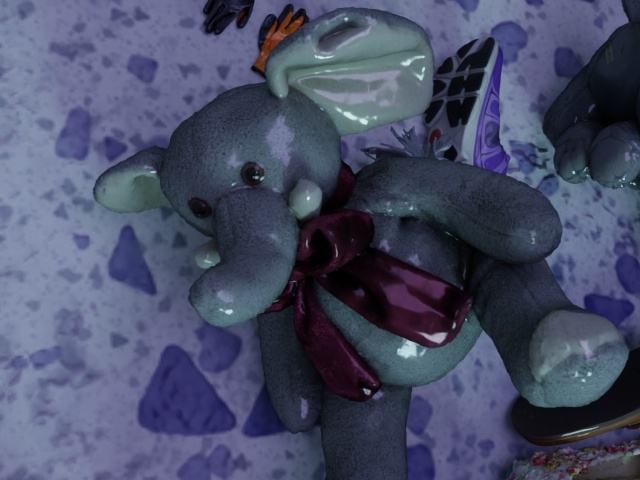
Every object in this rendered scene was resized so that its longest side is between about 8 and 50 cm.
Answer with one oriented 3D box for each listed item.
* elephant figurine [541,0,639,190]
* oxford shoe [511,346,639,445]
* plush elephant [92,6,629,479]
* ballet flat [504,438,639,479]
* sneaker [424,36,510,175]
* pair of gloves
[{"bbox_3d":[0.328,-0.074,0.888,0.239,0.186,0.169,26,28,-28],"label":"elephant figurine"},{"bbox_3d":[0.262,0.139,0.853,0.212,0.076,0.076,-17,128,-15],"label":"oxford shoe"},{"bbox_3d":[0.000,0.000,0.661,0.255,0.272,0.330,25,42,-31],"label":"plush elephant"},{"bbox_3d":[0.266,0.212,0.832,0.241,0.077,0.091,-4,93,-24],"label":"ballet flat"},{"bbox_3d":[0.130,-0.089,0.845,0.071,0.068,0.170,13,84,-36],"label":"sneaker"},{"bbox_3d":[-0.051,-0.178,0.801,0.083,0.010,0.074,38,69,-12],"label":"pair of gloves"}]
